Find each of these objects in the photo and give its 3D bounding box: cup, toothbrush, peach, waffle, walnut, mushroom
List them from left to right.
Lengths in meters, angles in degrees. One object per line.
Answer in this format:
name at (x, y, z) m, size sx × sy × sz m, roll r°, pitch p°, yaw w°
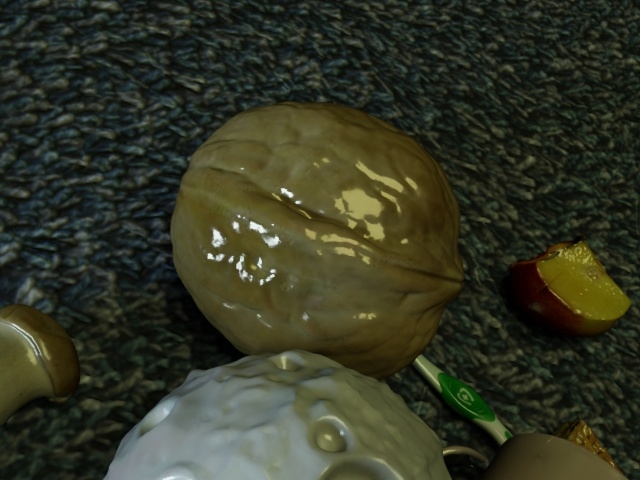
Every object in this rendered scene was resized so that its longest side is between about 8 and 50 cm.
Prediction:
mushroom at (-0.362, 0.183, 0.833) m, size 0.128 × 0.128 × 0.350 m, roll 47°, pitch 52°, yaw 2°
walnut at (0.001, 0.000, 0.995) m, size 0.313 × 0.252 × 0.277 m, roll 19°, pitch 63°, yaw 17°
toothbrush at (0.175, 0.199, 1.126) m, size 0.418 × 0.040 × 0.042 m, roll 50°, pitch 40°, yaw -1°
cup at (0.196, 0.325, 0.997) m, size 0.253 × 0.191 × 0.200 m, roll 29°, pitch 55°, yaw 26°
peach at (0.316, 0.065, 1.206) m, size 0.151 × 0.118 × 0.151 m, roll 46°, pitch 19°, yaw -22°
waffle at (0.322, 0.294, 1.124) m, size 0.102 × 0.042 × 0.148 m, roll -25°, pitch 79°, yaw -51°

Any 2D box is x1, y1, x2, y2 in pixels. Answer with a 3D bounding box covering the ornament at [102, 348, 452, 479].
ornament at (-0.031, 0.263, 0.831) m, size 0.337 × 0.337 × 0.336 m, roll 10°, pitch 62°, yaw -20°
